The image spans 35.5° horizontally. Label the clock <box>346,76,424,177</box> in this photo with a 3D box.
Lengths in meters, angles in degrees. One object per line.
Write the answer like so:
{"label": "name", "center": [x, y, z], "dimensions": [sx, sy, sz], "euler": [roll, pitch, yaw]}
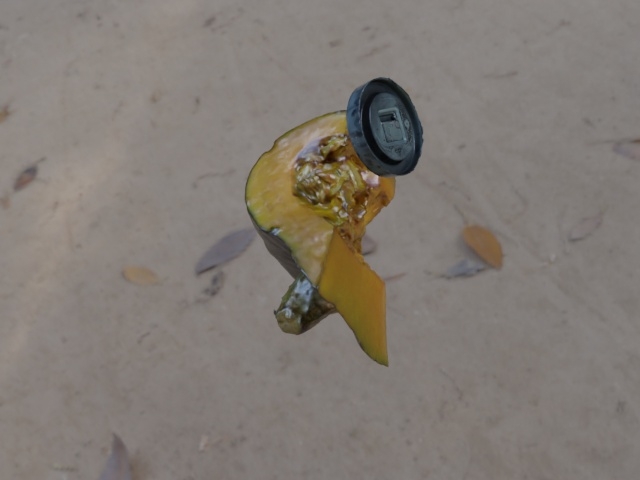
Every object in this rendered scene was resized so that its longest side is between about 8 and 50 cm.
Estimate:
{"label": "clock", "center": [0.054, -0.093, 0.827], "dimensions": [0.017, 0.085, 0.085], "euler": [-14, 32, 41]}

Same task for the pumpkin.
{"label": "pumpkin", "center": [-0.003, 0.004, 0.982], "dimensions": [0.126, 0.131, 0.248], "euler": [-13, 46, 23]}
